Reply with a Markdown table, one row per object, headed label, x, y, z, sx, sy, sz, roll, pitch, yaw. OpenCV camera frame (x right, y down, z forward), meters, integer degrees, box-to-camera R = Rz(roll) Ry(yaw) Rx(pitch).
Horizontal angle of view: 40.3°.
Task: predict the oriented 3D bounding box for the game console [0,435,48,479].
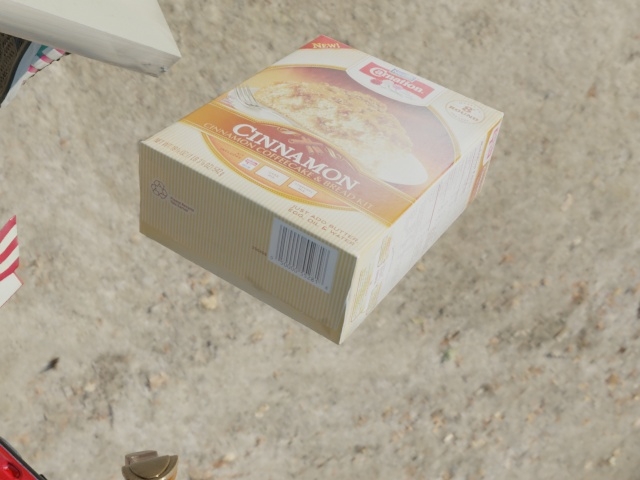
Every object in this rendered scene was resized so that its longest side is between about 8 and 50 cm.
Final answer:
| label | x | y | z | sx | sy | sz | roll | pitch | yaw |
| --- | --- | --- | --- | --- | --- | --- | --- | --- | --- |
| game console | -0.335 | 0.331 | 1.054 | 0.060 | 0.342 | 0.386 | -51 | 172 | -27 |

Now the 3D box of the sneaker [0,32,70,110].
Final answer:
| label | x | y | z | sx | sy | sz | roll | pitch | yaw |
| --- | --- | --- | --- | --- | --- | --- | --- | --- | --- |
| sneaker | -0.402 | -0.291 | 1.274 | 0.295 | 0.124 | 0.178 | -35 | 172 | 40 |

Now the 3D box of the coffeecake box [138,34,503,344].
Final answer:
| label | x | y | z | sx | sy | sz | roll | pitch | yaw |
| --- | --- | --- | --- | --- | --- | --- | --- | --- | --- |
| coffeecake box | 0.005 | -0.043 | 0.530 | 0.185 | 0.142 | 0.068 | -42 | 152 | -44 |

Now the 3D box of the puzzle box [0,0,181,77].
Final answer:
| label | x | y | z | sx | sy | sz | roll | pitch | yaw |
| --- | --- | --- | --- | --- | --- | --- | --- | --- | --- |
| puzzle box | -0.355 | -0.344 | 0.993 | 0.052 | 0.272 | 0.409 | -35 | 158 | 26 |

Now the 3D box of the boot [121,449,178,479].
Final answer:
| label | x | y | z | sx | sy | sz | roll | pitch | yaw |
| --- | --- | --- | --- | --- | --- | --- | --- | --- | --- |
| boot | -0.212 | 0.357 | 1.130 | 0.073 | 0.152 | 0.197 | -8 | 175 | -15 |

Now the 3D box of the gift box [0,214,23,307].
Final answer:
| label | x | y | z | sx | sy | sz | roll | pitch | yaw |
| --- | --- | --- | --- | --- | --- | --- | --- | --- | --- |
| gift box | -0.537 | 0.017 | 1.055 | 0.276 | 0.258 | 0.255 | -55 | 144 | -24 |
